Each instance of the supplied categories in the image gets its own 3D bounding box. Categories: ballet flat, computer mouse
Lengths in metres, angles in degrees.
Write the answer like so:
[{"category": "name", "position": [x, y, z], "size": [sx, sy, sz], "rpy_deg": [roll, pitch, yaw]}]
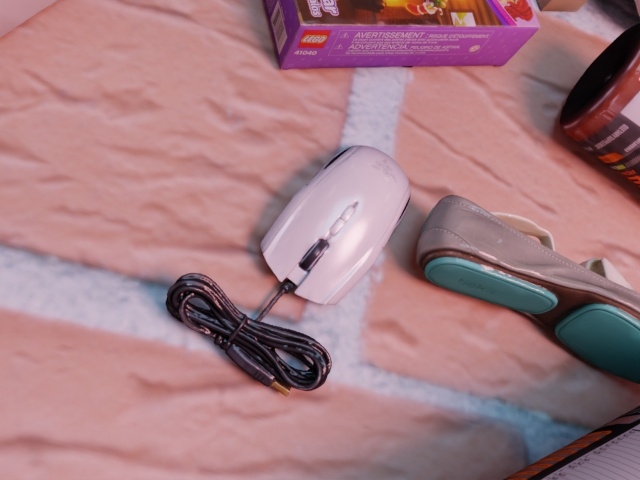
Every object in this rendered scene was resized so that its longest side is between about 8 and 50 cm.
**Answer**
[{"category": "ballet flat", "position": [0.167, 0.030, 0.475], "size": [0.213, 0.072, 0.068], "rpy_deg": [26, 59, -7]}, {"category": "computer mouse", "position": [0.000, 0.000, 0.444], "size": [0.106, 0.042, 0.193], "rpy_deg": [37, 62, -1]}]

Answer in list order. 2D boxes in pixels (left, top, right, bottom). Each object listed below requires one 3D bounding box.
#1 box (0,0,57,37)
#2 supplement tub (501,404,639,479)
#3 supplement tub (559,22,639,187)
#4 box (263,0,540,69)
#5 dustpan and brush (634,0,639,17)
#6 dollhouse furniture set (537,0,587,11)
[{"category": "box", "position": [-0.210, -0.213, 0.378], "size": [0.119, 0.181, 0.182], "rpy_deg": [42, 63, 1]}, {"category": "supplement tub", "position": [0.175, 0.191, 0.343], "size": [0.316, 0.193, 0.193], "rpy_deg": [-18, 76, -24]}, {"category": "supplement tub", "position": [0.296, -0.074, 0.540], "size": [0.198, 0.106, 0.106], "rpy_deg": [34, 62, -3]}, {"category": "box", "position": [0.037, -0.277, 0.559], "size": [0.201, 0.057, 0.293], "rpy_deg": [-7, 71, -22]}, {"category": "dustpan and brush", "position": [0.329, -0.207, 0.624], "size": [0.147, 0.060, 0.211], "rpy_deg": [-33, 114, -47]}, {"category": "dollhouse furniture set", "position": [0.263, -0.315, 0.627], "size": [0.161, 0.101, 0.182], "rpy_deg": [-8, 72, -22]}]
